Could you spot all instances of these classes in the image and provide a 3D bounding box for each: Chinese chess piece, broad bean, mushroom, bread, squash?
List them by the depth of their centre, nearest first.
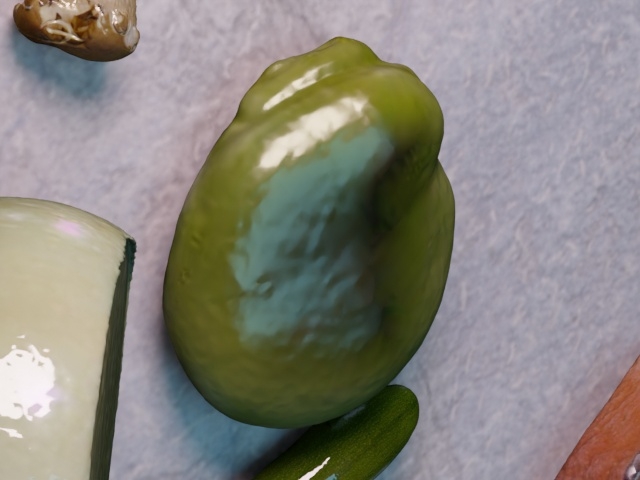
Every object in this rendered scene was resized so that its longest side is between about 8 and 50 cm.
[{"bbox_3d":[-0.201,0.147,1.116,0.146,0.349,0.349,7,101,-3],"label":"Chinese chess piece"},{"bbox_3d":[-0.152,-0.223,1.213,0.084,0.071,0.209,6,98,-6],"label":"mushroom"},{"bbox_3d":[0.000,0.000,1.359,0.238,0.119,0.291,19,92,-39],"label":"broad bean"},{"bbox_3d":[-0.016,0.195,1.438,0.258,0.069,0.069,-40,124,-22],"label":"squash"},{"bbox_3d":[0.318,0.195,1.657,0.244,0.123,0.190,-49,128,-15],"label":"bread"}]
